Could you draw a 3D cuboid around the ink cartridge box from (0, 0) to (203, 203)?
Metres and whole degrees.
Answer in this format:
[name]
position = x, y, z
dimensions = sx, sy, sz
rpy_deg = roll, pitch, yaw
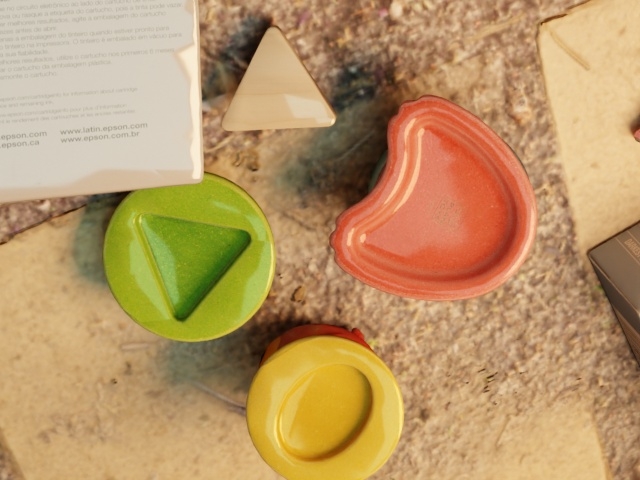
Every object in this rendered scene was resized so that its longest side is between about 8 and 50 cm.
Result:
[ink cartridge box]
position = -0.246, -0.184, 1.217
dimensions = 0.324, 0.071, 0.330
rpy_deg = -6, 109, -14

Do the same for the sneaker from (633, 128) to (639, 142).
[sneaker]
position = 0.315, -0.091, 1.468
dimensions = 0.119, 0.047, 0.057
rpy_deg = 11, 102, -24

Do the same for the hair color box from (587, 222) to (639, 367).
[hair color box]
position = 0.436, 0.010, 1.516
dimensions = 0.374, 0.113, 0.185
rpy_deg = -30, 122, -1

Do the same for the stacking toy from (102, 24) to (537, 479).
[stacking toy]
position = 0.000, 0.000, 1.408
dimensions = 0.279, 0.130, 0.309
rpy_deg = 37, 100, -3
